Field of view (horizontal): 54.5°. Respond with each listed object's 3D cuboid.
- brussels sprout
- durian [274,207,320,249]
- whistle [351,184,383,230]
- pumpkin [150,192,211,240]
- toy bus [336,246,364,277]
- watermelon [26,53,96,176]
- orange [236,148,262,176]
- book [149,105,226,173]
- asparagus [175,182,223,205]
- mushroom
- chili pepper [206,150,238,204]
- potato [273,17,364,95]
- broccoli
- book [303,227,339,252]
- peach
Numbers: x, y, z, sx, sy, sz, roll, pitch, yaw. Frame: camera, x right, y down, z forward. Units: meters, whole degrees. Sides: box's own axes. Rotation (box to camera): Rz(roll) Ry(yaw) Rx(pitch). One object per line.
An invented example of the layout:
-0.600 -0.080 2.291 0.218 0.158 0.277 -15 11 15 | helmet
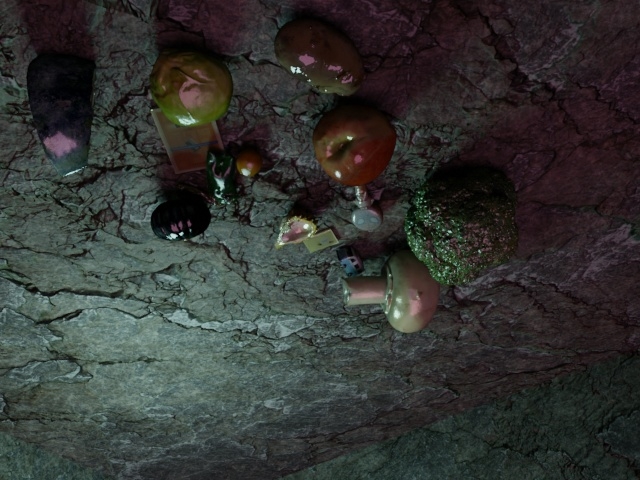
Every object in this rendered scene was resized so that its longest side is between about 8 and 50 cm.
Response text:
-0.332 -0.398 1.611 0.223 0.161 0.223 0 141 0 | brussels sprout
-0.095 -0.043 2.091 0.140 0.078 0.224 10 146 -35 | durian
0.148 -0.112 2.067 0.107 0.057 0.220 -5 134 16 | whistle
-0.434 -0.065 1.941 0.194 0.194 0.150 0 109 -9 | pumpkin
0.110 0.076 2.252 0.075 0.060 0.123 -24 137 9 | toy bus
-0.631 -0.327 1.602 0.148 0.318 0.226 -11 177 -3 | watermelon
-0.214 -0.234 1.865 0.085 0.085 0.085 -4 136 -4 | orange
-0.376 -0.300 1.812 0.170 0.018 0.241 -11 137 1 | book
-0.377 -0.143 1.968 0.165 0.030 0.036 22 104 -26 | asparagus
0.251 0.185 2.226 0.336 0.314 0.314 -5 136 -4 | mushroom
-0.301 -0.190 1.891 0.098 0.061 0.224 -1 145 0 | chili pepper
0.003 -0.471 1.600 0.262 0.165 0.165 28 126 -37 | potato
0.455 -0.053 2.008 0.321 0.310 0.413 17 96 -33 | broccoli
0.000 0.000 2.188 0.111 0.014 0.077 -20 136 12 | book
0.107 -0.281 1.779 0.232 0.257 0.232 9 109 26 | peach
